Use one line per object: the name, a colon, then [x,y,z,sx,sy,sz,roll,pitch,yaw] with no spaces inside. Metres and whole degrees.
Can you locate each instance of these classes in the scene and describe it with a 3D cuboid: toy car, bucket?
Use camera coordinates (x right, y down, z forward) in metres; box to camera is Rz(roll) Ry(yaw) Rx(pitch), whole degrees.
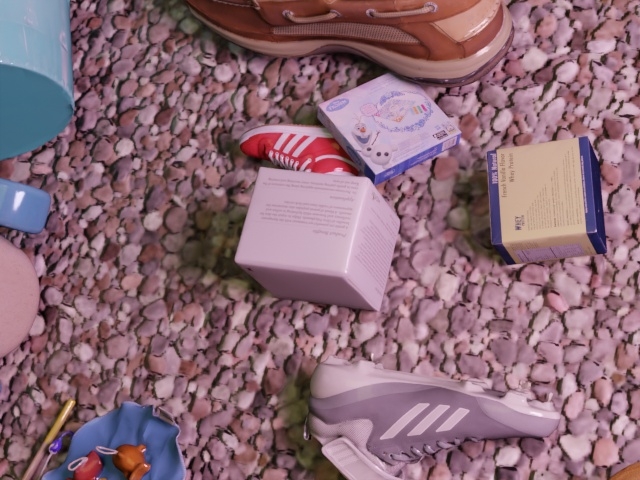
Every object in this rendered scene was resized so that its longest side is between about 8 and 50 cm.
toy car: [-0.400,0.031,1.202,0.238,0.210,0.219,11,87,38]
bucket: [-0.359,-0.193,1.224,0.281,0.281,0.183,-15,71,16]

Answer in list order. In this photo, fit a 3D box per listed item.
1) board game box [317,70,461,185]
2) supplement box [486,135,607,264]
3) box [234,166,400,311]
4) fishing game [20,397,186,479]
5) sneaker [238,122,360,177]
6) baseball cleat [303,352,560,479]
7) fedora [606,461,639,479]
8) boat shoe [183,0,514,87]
board game box: [0.059,-0.100,1.138,0.090,0.020,0.090,-26,61,-20]
supplement box: [0.182,-0.031,1.063,0.083,0.056,0.083,-8,68,18]
box: [0.000,0.000,1.098,0.101,0.102,0.087,7,71,23]
fishing game: [-0.182,0.214,1.075,0.264,0.041,0.189,26,83,52]
sneaker: [-0.020,-0.065,1.164,0.118,0.042,0.067,1,68,19]
baseball cleat: [0.085,0.152,1.038,0.206,0.072,0.109,9,88,29]
fedora: [0.259,0.249,0.916,0.194,0.079,0.194,-5,75,19]
boat shoe: [0.014,-0.231,1.156,0.324,0.120,0.122,14,64,27]
